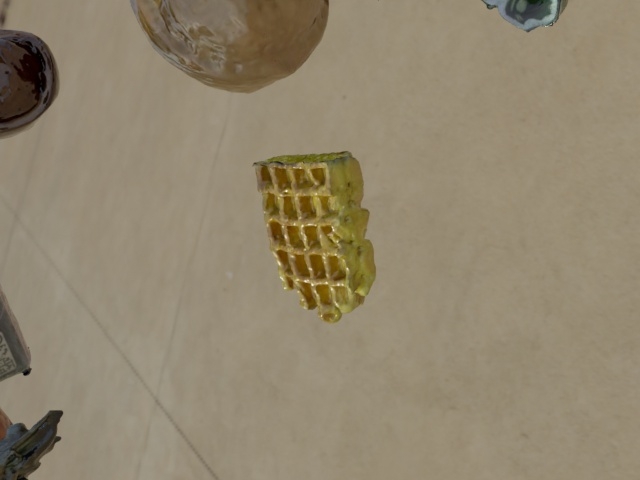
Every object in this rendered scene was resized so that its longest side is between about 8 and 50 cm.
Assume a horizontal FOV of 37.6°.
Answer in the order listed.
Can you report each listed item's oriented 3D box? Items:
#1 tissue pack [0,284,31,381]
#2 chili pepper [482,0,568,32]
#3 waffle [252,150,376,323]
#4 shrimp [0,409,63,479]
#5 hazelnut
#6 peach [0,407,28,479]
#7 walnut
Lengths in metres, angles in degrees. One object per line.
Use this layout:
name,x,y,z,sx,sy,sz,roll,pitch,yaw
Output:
tissue pack,-0.632,0.096,1.464,0.122,0.259,0.361,40,150,57
chili pepper,0.276,-0.346,1.185,0.270,0.136,0.099,-43,-35,-50
waffle,0.000,0.000,1.145,0.160,0.055,0.211,3,108,53
shrimp,-0.328,0.289,0.865,0.178,0.289,0.075,41,147,22
hazelnut,-0.511,-0.237,1.455,0.170,0.201,0.160,51,149,15
peach,-0.612,0.350,1.266,0.353,0.416,0.339,6,107,43
walnut,-0.140,-0.383,1.427,0.344,0.306,0.306,52,131,15
